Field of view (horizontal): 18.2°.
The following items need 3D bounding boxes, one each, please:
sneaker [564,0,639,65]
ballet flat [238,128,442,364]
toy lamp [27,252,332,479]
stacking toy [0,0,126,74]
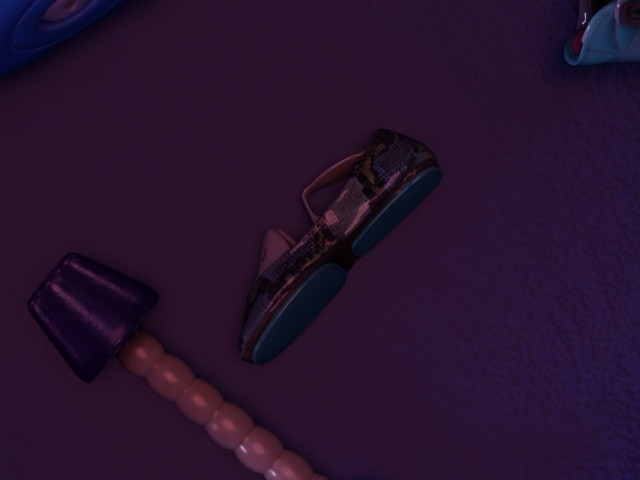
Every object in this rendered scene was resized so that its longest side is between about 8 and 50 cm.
[{"bbox_3d":[0.256,-0.131,1.318,0.178,0.124,0.296,-21,82,-8],"label":"sneaker"},{"bbox_3d":[0.000,0.000,1.343,0.070,0.070,0.188,45,85,-1],"label":"ballet flat"},{"bbox_3d":[-0.075,0.112,1.325,0.274,0.080,0.080,41,87,-3],"label":"toy lamp"},{"bbox_3d":[-0.240,-0.270,1.297,0.165,0.175,0.302,-32,80,-5],"label":"stacking toy"}]
